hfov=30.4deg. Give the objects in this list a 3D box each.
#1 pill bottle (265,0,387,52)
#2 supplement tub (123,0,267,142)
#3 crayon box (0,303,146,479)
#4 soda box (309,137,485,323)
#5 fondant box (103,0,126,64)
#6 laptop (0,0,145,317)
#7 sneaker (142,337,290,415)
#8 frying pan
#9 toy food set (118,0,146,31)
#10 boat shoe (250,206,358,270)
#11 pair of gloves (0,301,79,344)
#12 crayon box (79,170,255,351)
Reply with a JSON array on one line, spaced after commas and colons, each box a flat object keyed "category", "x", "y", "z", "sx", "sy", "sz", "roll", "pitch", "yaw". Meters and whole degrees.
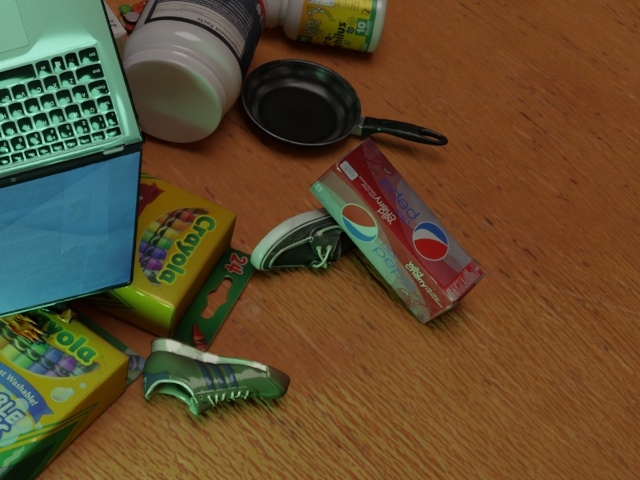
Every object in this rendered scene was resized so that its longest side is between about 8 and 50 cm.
[{"category": "pill bottle", "x": 0.002, "y": -0.396, "z": 2.027, "sx": 0.208, "sy": 0.117, "sz": 0.117, "roll": 9, "pitch": 50, "yaw": -6}, {"category": "supplement tub", "x": -0.202, "y": -0.305, "z": 1.857, "sx": 0.191, "sy": 0.191, "sz": 0.272, "roll": 16, "pitch": 50, "yaw": 0}, {"category": "crayon box", "x": -0.390, "y": 0.179, "z": 1.484, "sx": 0.203, "sy": 0.083, "sz": 0.323, "roll": 33, "pitch": 51, "yaw": 15}, {"category": "soda box", "x": 0.109, "y": -0.013, "z": 1.696, "sx": 0.263, "sy": 0.092, "sz": 0.083, "roll": 50, "pitch": 55, "yaw": 0}, {"category": "fondant box", "x": -0.416, "y": -0.319, "z": 1.788, "sx": 0.096, "sy": 0.238, "sz": 0.330, "roll": -19, "pitch": 57, "yaw": -28}, {"category": "laptop", "x": -0.447, "y": -0.120, "z": 1.529, "sx": 0.382, "sy": 0.408, "sz": 0.236, "roll": -13, "pitch": 11, "yaw": 9}, {"category": "sneaker", "x": -0.142, "y": 0.195, "z": 1.547, "sx": 0.192, "sy": 0.064, "sz": 0.086, "roll": 16, "pitch": 58, "yaw": 0}, {"category": "frying pan", "x": 0.030, "y": -0.218, "z": 1.931, "sx": 0.326, "sy": 0.053, "sz": 0.197, "roll": 1, "pitch": 51, "yaw": -15}, {"category": "toy food set", "x": -0.301, "y": -0.378, "z": 2.006, "sx": 0.082, "sy": 0.020, "sz": 0.083, "roll": -26, "pitch": 61, "yaw": -29}, {"category": "boat shoe", "x": 0.000, "y": 0.000, "z": 1.726, "sx": 0.219, "sy": 0.078, "sz": 0.070, "roll": -25, "pitch": 59, "yaw": -31}, {"category": "pair of gloves", "x": -0.359, "y": 0.094, "z": 1.501, "sx": 0.074, "sy": 0.010, "sz": 0.083, "roll": 34, "pitch": 51, "yaw": 17}, {"category": "crayon box", "x": -0.259, "y": 0.006, "z": 1.659, "sx": 0.318, "sy": 0.081, "sz": 0.202, "roll": 23, "pitch": 49, "yaw": 6}]
